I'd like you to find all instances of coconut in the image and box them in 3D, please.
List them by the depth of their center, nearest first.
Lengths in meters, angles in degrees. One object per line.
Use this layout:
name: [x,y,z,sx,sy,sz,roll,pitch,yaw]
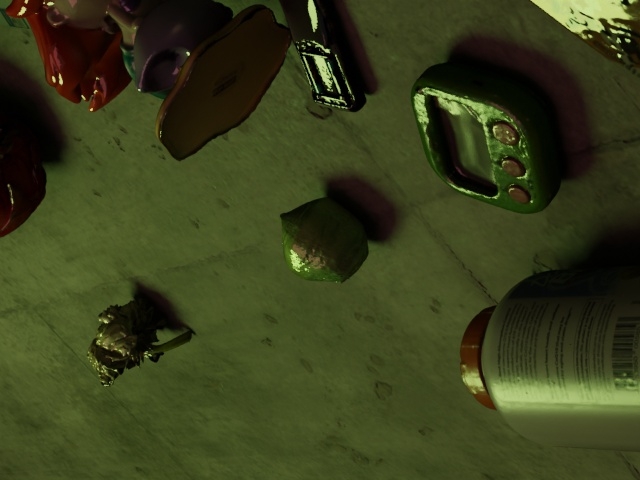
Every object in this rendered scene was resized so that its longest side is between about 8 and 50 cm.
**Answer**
coconut: [0.000,0.000,1.825,0.096,0.088,0.088,30,152,11]

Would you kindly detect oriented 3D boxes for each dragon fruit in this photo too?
dragon fruit: [-0.412,-0.078,2.165,0.172,0.172,0.209,41,162,2]

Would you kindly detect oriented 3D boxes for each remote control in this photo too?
remote control: [-0.012,-0.197,1.602,0.059,0.028,0.212,19,146,40]

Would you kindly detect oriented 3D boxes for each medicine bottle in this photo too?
medicine bottle: [0.244,0.100,1.563,0.157,0.157,0.289,52,152,-20]

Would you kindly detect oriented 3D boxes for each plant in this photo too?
plant: [-0.224,0.134,2.310,0.122,0.116,0.104,10,158,15]

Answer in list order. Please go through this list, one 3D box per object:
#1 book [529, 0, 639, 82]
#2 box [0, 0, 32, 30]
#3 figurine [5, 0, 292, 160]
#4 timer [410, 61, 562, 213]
book: [0.259,-0.195,1.256,0.208,0.020,0.295,38,153,9]
box: [-0.342,-0.326,1.833,0.211,0.045,0.270,13,143,45]
figurine: [-0.179,-0.199,1.674,0.257,0.181,0.208,39,-177,21]
timer: [0.140,-0.088,1.544,0.128,0.047,0.140,21,147,33]
